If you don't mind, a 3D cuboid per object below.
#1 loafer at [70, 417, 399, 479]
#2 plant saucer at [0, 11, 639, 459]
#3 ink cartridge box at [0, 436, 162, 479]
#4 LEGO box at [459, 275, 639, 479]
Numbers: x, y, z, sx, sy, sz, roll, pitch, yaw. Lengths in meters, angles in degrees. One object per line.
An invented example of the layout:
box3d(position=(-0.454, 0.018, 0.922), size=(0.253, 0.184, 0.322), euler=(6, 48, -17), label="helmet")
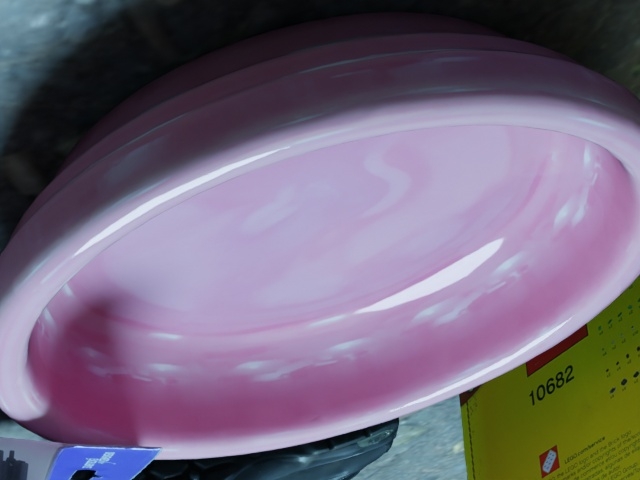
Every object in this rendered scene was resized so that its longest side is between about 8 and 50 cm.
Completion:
box3d(position=(-0.057, 0.144, 0.997), size=(0.223, 0.076, 0.078), euler=(-12, 145, -18), label="loafer")
box3d(position=(0.000, 0.000, 0.752), size=(0.332, 0.084, 0.332), euler=(-14, 152, -7), label="plant saucer")
box3d(position=(-0.199, 0.131, 0.816), size=(0.208, 0.045, 0.206), euler=(6, 163, -12), label="ink cartridge box")
box3d(position=(0.377, 0.069, 0.883), size=(0.372, 0.193, 0.500), euler=(23, 135, -29), label="LEGO box")
